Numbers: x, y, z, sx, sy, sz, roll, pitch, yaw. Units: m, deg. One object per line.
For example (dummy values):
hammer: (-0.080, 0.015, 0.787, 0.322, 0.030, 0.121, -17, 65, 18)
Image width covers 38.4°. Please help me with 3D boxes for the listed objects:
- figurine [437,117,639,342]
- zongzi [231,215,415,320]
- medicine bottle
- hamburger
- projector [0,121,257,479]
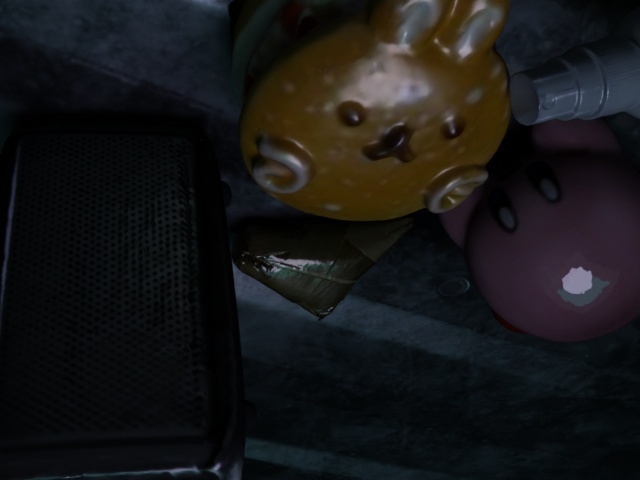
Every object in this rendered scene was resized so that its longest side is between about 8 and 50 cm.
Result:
figurine: (0.280, 0.012, 1.015, 0.270, 0.211, 0.261, -32, 130, 18)
zongzi: (0.000, 0.000, 1.085, 0.160, 0.078, 0.176, 29, 118, -37)
medicine bottle: (0.324, -0.165, 0.827, 0.352, 0.110, 0.110, -16, 144, -21)
hamburger: (0.058, -0.144, 0.829, 0.261, 0.186, 0.302, 15, 133, -27)
projector: (-0.207, 0.140, 0.951, 0.242, 0.405, 0.395, -2, 140, -10)
